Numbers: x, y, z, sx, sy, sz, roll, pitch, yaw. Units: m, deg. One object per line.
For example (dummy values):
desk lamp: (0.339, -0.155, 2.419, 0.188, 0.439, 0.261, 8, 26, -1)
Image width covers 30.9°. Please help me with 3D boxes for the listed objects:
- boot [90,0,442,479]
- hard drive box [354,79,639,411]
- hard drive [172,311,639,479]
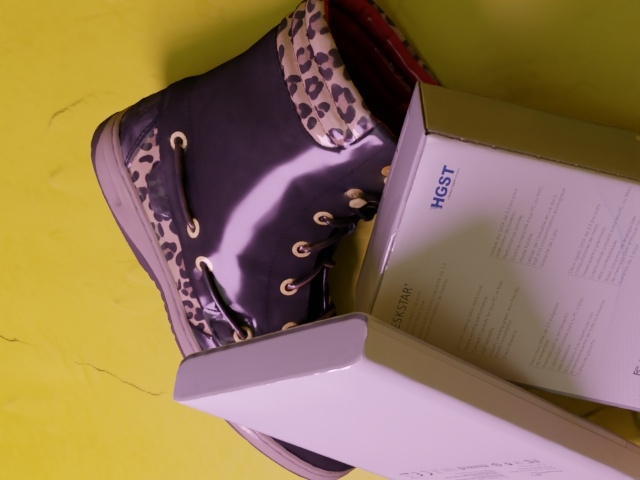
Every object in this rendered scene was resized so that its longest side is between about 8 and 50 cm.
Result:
boot: (0.000, 0.000, 0.953, 0.284, 0.138, 0.377, -31, 88, 36)
hard drive box: (0.156, 0.008, 0.815, 0.232, 0.089, 0.181, 13, 120, -6)
hard drive: (0.072, 0.138, 0.871, 0.307, 0.040, 0.203, 28, 149, -35)
